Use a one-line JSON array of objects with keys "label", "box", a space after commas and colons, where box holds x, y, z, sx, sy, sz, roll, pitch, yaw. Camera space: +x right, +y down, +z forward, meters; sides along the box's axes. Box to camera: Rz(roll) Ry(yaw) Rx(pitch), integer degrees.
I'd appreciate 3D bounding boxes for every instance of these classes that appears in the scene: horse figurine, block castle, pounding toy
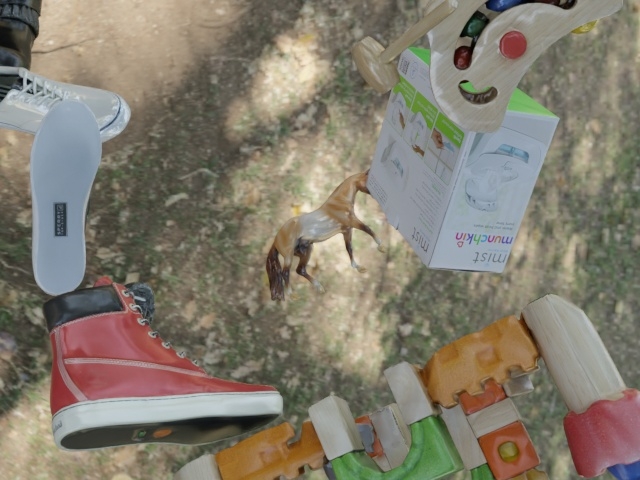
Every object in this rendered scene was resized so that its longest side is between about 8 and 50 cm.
[{"label": "horse figurine", "box": [0.000, 0.000, 1.508, 0.066, 0.263, 0.175, 37, 26, -58]}, {"label": "block castle", "box": [0.110, 0.249, 0.890, 0.213, 0.453, 0.303, 66, 10, 18]}, {"label": "pounding toy", "box": [0.181, -0.196, 0.914, 0.154, 0.269, 0.155, 60, 16, -14]}]

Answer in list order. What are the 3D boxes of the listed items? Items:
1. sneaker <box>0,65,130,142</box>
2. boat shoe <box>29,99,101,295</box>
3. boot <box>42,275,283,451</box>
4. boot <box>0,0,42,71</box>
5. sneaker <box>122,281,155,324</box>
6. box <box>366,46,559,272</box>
[{"label": "sneaker", "box": [-0.398, -0.194, 1.245, 0.091, 0.258, 0.094, 58, 42, -63]}, {"label": "boat shoe", "box": [-0.306, -0.051, 1.043, 0.080, 0.076, 0.229, -1, 97, -23]}, {"label": "boot", "box": [-0.157, 0.116, 0.898, 0.244, 0.088, 0.176, 7, 53, -34]}, {"label": "boot", "box": [-0.585, -0.425, 1.642, 0.131, 0.348, 0.260, 14, 101, -21]}, {"label": "sneaker", "box": [-0.384, 0.133, 1.631, 0.100, 0.271, 0.108, 17, 55, -26]}, {"label": "box", "box": [0.180, -0.117, 1.221, 0.126, 0.262, 0.231, 4, 116, -20]}]
